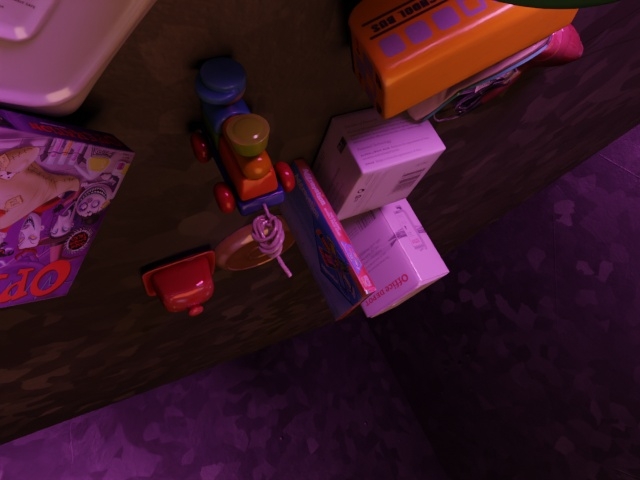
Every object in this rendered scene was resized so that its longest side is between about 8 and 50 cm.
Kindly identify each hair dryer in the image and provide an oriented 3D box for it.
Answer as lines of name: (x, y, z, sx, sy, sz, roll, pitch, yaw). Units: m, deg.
hair dryer: (0.356, -0.326, 0.839, 0.294, 0.080, 0.223, -18, 175, -4)

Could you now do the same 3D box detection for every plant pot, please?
plant pot: (-0.148, 0.015, 1.104, 0.237, 0.032, 0.236, -24, 163, -8)

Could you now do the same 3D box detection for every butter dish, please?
butter dish: (-0.298, 0.112, 1.018, 0.160, 0.118, 0.160, -20, 162, -22)

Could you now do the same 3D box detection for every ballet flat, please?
ballet flat: (0.213, -0.260, 0.691, 0.086, 0.086, 0.248, -15, 176, -34)

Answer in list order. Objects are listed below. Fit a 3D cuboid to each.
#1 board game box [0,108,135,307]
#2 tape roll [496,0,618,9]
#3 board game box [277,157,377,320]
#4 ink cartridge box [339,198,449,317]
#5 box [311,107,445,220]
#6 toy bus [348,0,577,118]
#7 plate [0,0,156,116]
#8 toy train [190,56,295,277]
board game box: (-0.332, -0.019, 0.383, 0.208, 0.056, 0.347, -54, 167, 14)
tape roll: (0.140, -0.284, 0.200, 0.321, 0.321, 0.077, -29, -166, 5)
board game box: (0.000, 0.000, 0.856, 0.027, 0.281, 0.145, -18, 161, -28)
ink cartridge box: (0.143, 0.015, 1.108, 0.117, 0.282, 0.207, -12, 157, -40)
box: (0.099, -0.147, 0.853, 0.182, 0.119, 0.181, -19, 161, -22)
toy bus: (0.196, -0.292, 0.559, 0.333, 0.130, 0.108, -27, 163, 1)
plate: (-0.234, -0.187, 0.319, 0.278, 0.045, 0.277, -36, 169, 26)
toy train: (-0.080, -0.089, 0.550, 0.105, 0.247, 0.143, -22, 157, -16)
